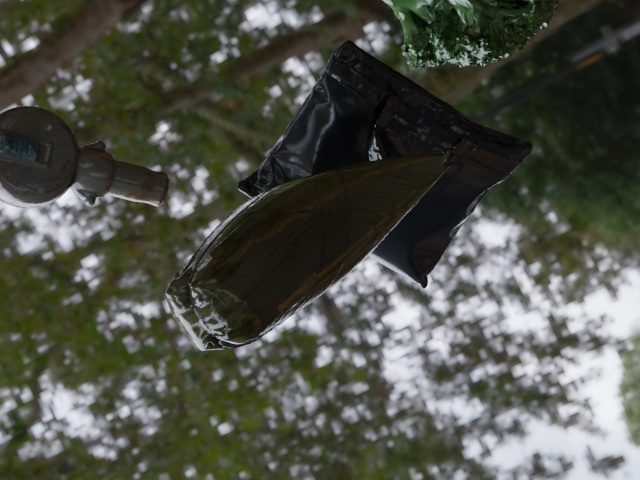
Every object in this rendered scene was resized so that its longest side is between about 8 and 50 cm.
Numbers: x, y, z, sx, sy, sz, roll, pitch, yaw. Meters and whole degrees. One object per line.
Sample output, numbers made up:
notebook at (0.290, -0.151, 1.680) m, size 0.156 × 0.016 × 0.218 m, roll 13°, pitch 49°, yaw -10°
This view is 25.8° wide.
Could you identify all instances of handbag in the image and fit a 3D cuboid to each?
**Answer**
handbag at (0.072, -0.077, 1.494) m, size 0.254 × 0.211 × 0.088 m, roll 28°, pitch -156°, yaw -21°

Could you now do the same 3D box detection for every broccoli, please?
broccoli at (0.162, -0.374, 1.599) m, size 0.321 × 0.310 × 0.413 m, roll 49°, pitch 175°, yaw -21°

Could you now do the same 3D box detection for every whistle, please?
whistle at (-0.266, -0.078, 1.472) m, size 0.220 × 0.057 × 0.107 m, roll 15°, pitch -106°, yaw -21°

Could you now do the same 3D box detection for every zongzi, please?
zongzi at (0.000, 0.000, 1.276) m, size 0.115 × 0.256 × 0.228 m, roll 64°, pitch -159°, yaw -9°
